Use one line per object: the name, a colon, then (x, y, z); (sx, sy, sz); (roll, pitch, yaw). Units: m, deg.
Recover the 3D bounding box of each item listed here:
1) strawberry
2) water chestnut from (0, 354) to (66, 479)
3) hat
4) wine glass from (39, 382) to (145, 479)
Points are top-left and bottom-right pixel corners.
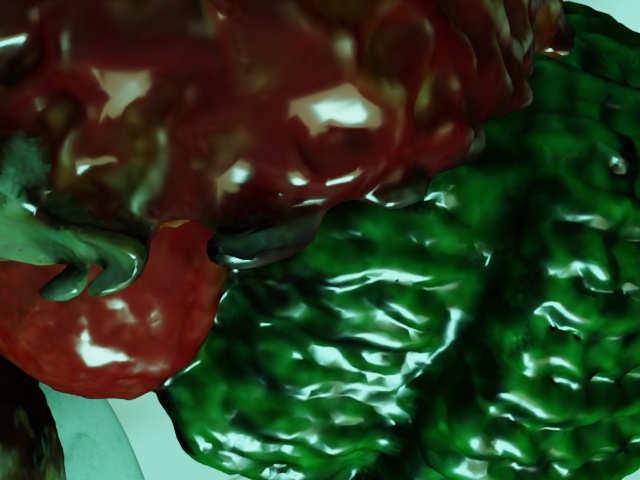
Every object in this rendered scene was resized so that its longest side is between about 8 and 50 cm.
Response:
strawberry: (-0.029, -0.094, 0.579); (0.280, 0.150, 0.253); (-19, -162, -15)
water chestnut: (-0.272, 0.176, 0.859); (0.335, 0.347, 0.335); (-26, 166, -7)
hat: (0.005, 0.011, 0.767); (0.332, 0.274, 0.242); (6, -172, -34)
wine glass: (-0.177, 0.263, 1.207); (0.190, 0.357, 0.190); (-28, 169, -6)
